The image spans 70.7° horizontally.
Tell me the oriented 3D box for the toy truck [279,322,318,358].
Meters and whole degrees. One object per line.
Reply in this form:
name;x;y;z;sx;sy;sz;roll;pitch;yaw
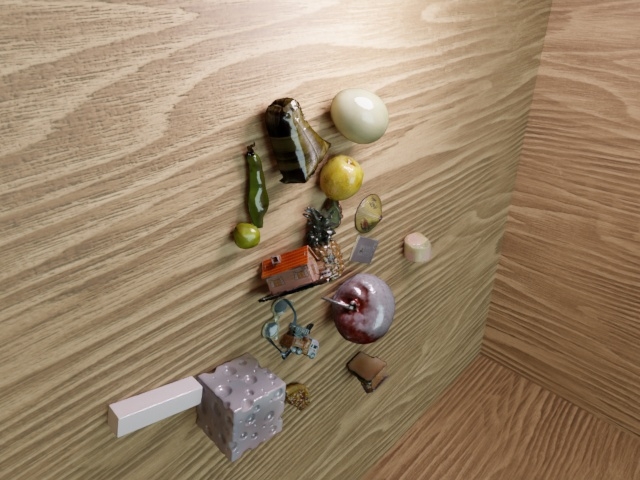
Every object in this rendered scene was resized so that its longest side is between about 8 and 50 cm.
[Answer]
toy truck;-0.082;0.442;1.977;0.178;0.080;0.115;32;77;-42

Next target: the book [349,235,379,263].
book;0.209;0.047;2.152;0.182;0.014;0.127;12;101;-51

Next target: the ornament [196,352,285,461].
ornament;-0.302;0.619;1.705;0.240;0.239;0.239;-16;121;-43

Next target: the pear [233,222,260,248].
pear;-0.254;-0.020;1.535;0.092;0.092;0.097;-45;122;-22

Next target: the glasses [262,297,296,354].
glasses;-0.163;0.333;1.759;0.088;0.220;0.189;22;95;-13

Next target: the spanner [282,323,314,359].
spanner;-0.099;0.451;2.028;0.208;0.012;0.046;-45;137;-21

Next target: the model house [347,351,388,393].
model house;0.253;0.726;2.446;0.166;0.183;0.172;-38;134;-29

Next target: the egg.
egg;0.142;-0.458;1.654;0.254;0.189;0.188;17;97;-46

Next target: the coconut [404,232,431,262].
coconut;0.517;0.048;2.407;0.147;0.147;0.152;-35;131;-32

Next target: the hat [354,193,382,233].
hat;0.247;-0.111;2.055;0.193;0.082;0.192;-24;126;-38

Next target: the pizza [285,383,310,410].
pizza;-0.105;0.744;2.146;0.127;0.058;0.246;-46;136;-21

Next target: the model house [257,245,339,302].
model house;-0.097;0.115;1.692;0.207;0.294;0.153;-14;85;-74

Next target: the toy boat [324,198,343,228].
toy boat;0.049;-0.107;1.843;0.089;0.071;0.184;2;116;-4

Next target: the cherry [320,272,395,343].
cherry;0.204;0.304;2.097;0.335;0.292;0.326;-35;126;-58

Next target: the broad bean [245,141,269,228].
broad bean;-0.216;-0.182;1.506;0.075;0.067;0.324;-62;153;-56

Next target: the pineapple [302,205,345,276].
pineapple;0.000;0.000;1.795;0.169;0.169;0.340;-34;125;-33

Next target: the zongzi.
zongzi;-0.056;-0.371;1.542;0.288;0.134;0.285;-47;136;-41

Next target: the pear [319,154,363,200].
pear;0.079;-0.235;1.733;0.178;0.178;0.177;-26;128;-38

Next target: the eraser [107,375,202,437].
eraser;-0.548;0.551;1.517;0.298;0.078;0.076;-8;116;-47
